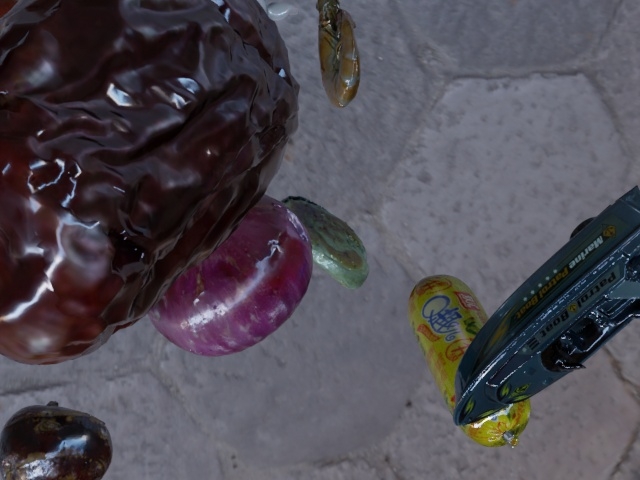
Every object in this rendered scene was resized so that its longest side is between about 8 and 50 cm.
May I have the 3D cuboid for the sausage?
[{"bbox_3d":[0.228,0.182,1.502,0.123,0.347,0.123,-11,134,-12],"label":"sausage"}]

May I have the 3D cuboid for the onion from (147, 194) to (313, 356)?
[{"bbox_3d":[-0.091,0.033,0.949,0.177,0.177,0.153,-28,101,-3],"label":"onion"}]

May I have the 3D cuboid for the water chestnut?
[{"bbox_3d":[-0.535,0.417,1.932,0.223,0.238,0.224,-1,136,-1],"label":"water chestnut"}]

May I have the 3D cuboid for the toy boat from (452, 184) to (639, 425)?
[{"bbox_3d":[0.198,0.071,0.789,0.246,0.103,0.093,-45,140,14],"label":"toy boat"}]

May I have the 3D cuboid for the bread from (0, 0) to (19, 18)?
[{"bbox_3d":[-0.520,-0.276,1.726,0.295,0.114,0.328,13,135,-16],"label":"bread"}]

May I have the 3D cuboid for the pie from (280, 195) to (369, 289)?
[{"bbox_3d":[0.000,0.000,1.896,0.240,0.240,0.054,30,115,-20],"label":"pie"}]

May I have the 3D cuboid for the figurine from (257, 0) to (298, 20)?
[{"bbox_3d":[-0.152,-0.323,1.400,0.235,0.155,0.127,-31,100,-46],"label":"figurine"}]

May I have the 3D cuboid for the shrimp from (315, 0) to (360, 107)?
[{"bbox_3d":[0.033,-0.389,1.832,0.062,0.152,0.287,-2,68,-14],"label":"shrimp"}]

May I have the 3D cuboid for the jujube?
[{"bbox_3d":[-0.130,-0.058,0.585,0.216,0.342,0.216,3,117,6],"label":"jujube"}]
